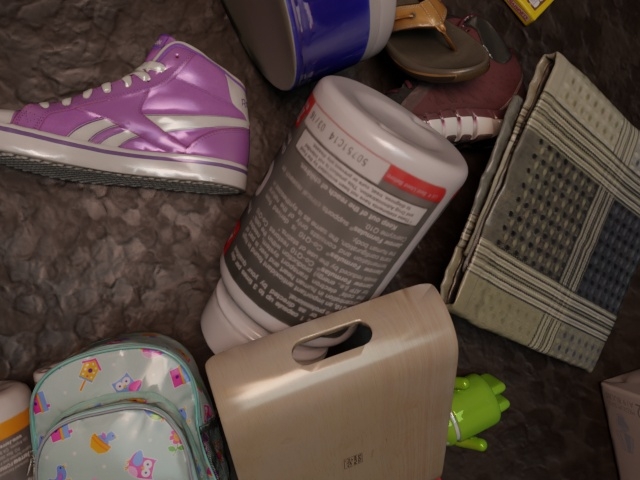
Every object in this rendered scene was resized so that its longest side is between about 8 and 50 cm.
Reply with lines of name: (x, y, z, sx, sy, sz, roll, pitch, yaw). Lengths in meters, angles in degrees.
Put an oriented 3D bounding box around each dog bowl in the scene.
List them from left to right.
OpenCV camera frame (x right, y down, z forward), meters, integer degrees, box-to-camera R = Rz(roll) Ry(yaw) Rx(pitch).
dog bowl: (-0.038, -0.285, 0.596, 0.104, 0.265, 0.265, -26, 97, -10)

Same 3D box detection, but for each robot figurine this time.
robot figurine: (0.170, 0.205, 0.753, 0.115, 0.067, 0.101, -22, 108, -13)

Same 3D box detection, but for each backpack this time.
backpack: (-0.176, 0.181, 0.562, 0.165, 0.144, 0.189, -13, 85, -4)

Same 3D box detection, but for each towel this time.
towel: (0.294, -0.019, 0.749, 0.324, 0.056, 0.312, 25, 88, -35)

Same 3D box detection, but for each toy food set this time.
toy food set: (0.014, 0.189, 0.637, 0.219, 0.092, 0.306, -17, 132, -13)

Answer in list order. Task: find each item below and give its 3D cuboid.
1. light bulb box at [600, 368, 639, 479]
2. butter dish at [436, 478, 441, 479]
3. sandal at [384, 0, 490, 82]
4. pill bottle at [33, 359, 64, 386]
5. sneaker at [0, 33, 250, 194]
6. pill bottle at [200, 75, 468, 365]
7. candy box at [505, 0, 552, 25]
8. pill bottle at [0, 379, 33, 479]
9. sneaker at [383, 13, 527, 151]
light bulb box: (0.553, 0.341, 0.702, 0.225, 0.358, 0.361, -13, 92, -12)
butter dish: (0.102, 0.367, 0.711, 0.160, 0.118, 0.160, -19, 96, -14)
sandal: (0.103, -0.253, 0.684, 0.089, 0.060, 0.219, -23, 61, -8)
pill bottle: (-0.253, 0.186, 0.646, 0.067, 0.067, 0.120, -11, 93, -14)
sneaker: (-0.212, -0.140, 0.645, 0.281, 0.102, 0.161, 4, 86, -25)
pill bottle: (0.000, 0.000, 0.611, 0.161, 0.161, 0.283, 28, 114, -13)
candy box: (0.301, -0.387, 0.804, 0.105, 0.027, 0.206, 44, 80, -7)
pill bottle: (-0.325, 0.288, 0.581, 0.162, 0.162, 0.279, -13, 94, -14)
sneaker: (0.122, -0.186, 0.732, 0.281, 0.106, 0.163, -6, 85, -23)
